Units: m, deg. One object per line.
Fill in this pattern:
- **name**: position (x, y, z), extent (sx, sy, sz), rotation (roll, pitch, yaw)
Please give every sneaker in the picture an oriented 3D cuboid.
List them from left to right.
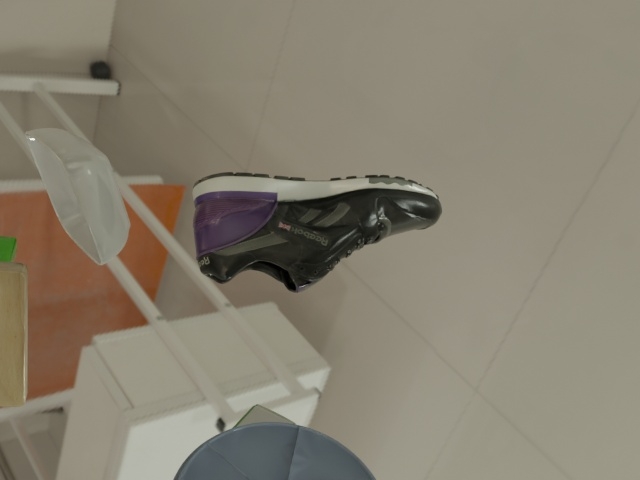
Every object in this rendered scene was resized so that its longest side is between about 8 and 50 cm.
- **sneaker**: position (0.000, 0.000, 0.806), extent (0.283, 0.124, 0.107), rotation (-1, 164, -11)

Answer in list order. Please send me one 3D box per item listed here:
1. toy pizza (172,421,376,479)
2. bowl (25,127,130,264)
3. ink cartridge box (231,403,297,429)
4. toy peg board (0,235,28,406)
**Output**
- **toy pizza**: position (-0.036, 0.246, 0.641), extent (0.201, 0.201, 0.032), rotation (-16, 133, -36)
- **bowl**: position (-0.263, -0.056, 0.794), extent (0.053, 0.142, 0.142), rotation (-29, 127, -28)
- **ink cartridge box**: position (-0.078, 0.358, 0.986), extent (0.153, 0.086, 0.208), rotation (-44, 131, -34)
- **toy peg board**: position (-0.349, 0.066, 0.655), extent (0.160, 0.079, 0.161), rotation (5, 122, -15)
